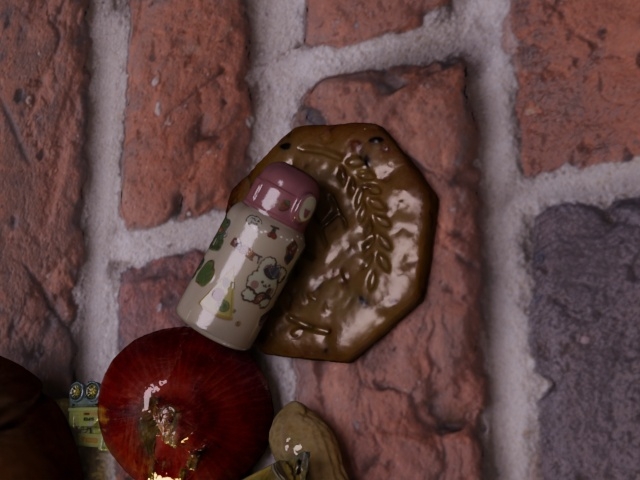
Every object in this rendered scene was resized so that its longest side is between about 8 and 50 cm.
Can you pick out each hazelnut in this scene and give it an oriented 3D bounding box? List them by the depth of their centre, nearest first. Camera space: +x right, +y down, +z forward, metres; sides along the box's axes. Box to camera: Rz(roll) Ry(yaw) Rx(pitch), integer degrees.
[{"bbox_3d":[-0.514,0.334,1.566,0.315,0.372,0.372,-39,57,-15],"label":"hazelnut"}]

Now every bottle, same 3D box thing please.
[{"bbox_3d":[-0.088,0.015,1.452,0.120,0.120,0.253,32,96,33],"label":"bottle"}]

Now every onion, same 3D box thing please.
[{"bbox_3d":[-0.185,0.231,1.471,0.248,0.161,0.248,2,63,-4],"label":"onion"}]

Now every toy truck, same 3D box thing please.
[{"bbox_3d":[-0.302,0.263,1.599,0.168,0.077,0.100,-4,75,29],"label":"toy truck"}]

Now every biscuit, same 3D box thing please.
[{"bbox_3d":[-0.001,0.000,1.501,0.359,0.046,0.359,-9,73,30],"label":"biscuit"}]

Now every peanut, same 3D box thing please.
[{"bbox_3d":[-0.008,0.311,1.403,0.099,0.090,0.214,114,143,-57],"label":"peanut"}]

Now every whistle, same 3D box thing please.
[{"bbox_3d":[-0.117,0.352,1.412,0.326,0.057,0.068,-36,34,41],"label":"whistle"}]
